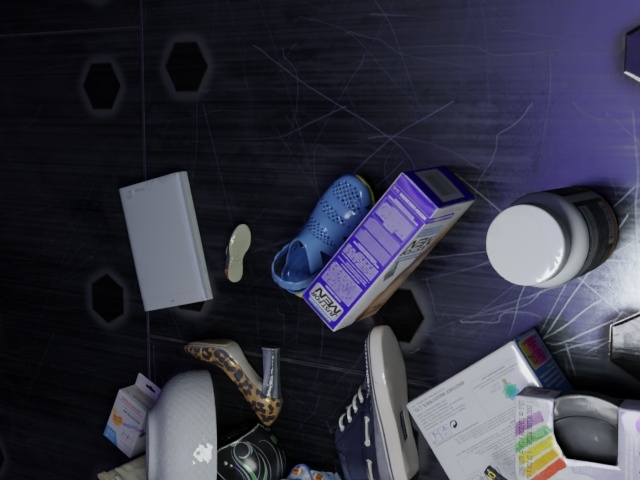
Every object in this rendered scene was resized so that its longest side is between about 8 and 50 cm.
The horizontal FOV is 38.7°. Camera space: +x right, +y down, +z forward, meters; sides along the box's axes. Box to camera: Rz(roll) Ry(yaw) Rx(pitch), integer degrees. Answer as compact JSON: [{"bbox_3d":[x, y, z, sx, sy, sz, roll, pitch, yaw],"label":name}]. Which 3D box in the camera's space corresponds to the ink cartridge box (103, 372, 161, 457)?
[{"bbox_3d":[-0.469,0.439,2.297,0.104,0.061,0.181,32,112,25],"label":"ink cartridge box"}]

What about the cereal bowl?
[{"bbox_3d":[-0.318,0.462,2.046,0.339,0.141,0.339,180,90,-76],"label":"cereal bowl"}]

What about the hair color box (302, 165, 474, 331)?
[{"bbox_3d":[0.132,0.015,1.786,0.110,0.185,0.339,49,119,16],"label":"hair color box"}]

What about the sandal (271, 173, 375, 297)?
[{"bbox_3d":[0.000,0.000,1.899,0.126,0.138,0.317,41,114,24],"label":"sandal"}]

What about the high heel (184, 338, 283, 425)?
[{"bbox_3d":[-0.207,0.325,2.098,0.261,0.093,0.186,3,97,27],"label":"high heel"}]

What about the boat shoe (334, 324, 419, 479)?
[{"bbox_3d":[0.096,0.348,1.885,0.158,0.127,0.341,-7,93,25],"label":"boat shoe"}]

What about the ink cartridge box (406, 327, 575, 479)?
[{"bbox_3d":[0.381,0.403,1.698,0.270,0.151,0.396,-37,76,29],"label":"ink cartridge box"}]

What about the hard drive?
[{"bbox_3d":[-0.373,0.005,2.193,0.203,0.040,0.308,-12,91,33],"label":"hard drive"}]

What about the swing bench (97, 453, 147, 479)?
[{"bbox_3d":[-0.432,0.651,2.189,0.165,0.253,0.255,39,116,22],"label":"swing bench"}]

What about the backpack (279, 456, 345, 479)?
[{"bbox_3d":[-0.036,0.636,1.932,0.276,0.213,0.263,-48,56,25],"label":"backpack"}]

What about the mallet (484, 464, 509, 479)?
[{"bbox_3d":[0.362,0.438,1.536,0.189,0.039,0.062,42,115,23],"label":"mallet"}]

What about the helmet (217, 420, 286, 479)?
[{"bbox_3d":[-0.159,0.508,2.052,0.169,0.169,0.162,-25,95,32],"label":"helmet"}]

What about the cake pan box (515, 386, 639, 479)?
[{"bbox_3d":[0.452,0.382,1.532,0.245,0.070,0.267,4,98,27],"label":"cake pan box"}]

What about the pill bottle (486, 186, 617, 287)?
[{"bbox_3d":[0.396,-0.006,1.560,0.162,0.278,0.162,5,98,33],"label":"pill bottle"}]

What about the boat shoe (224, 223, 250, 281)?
[{"bbox_3d":[-0.192,0.025,2.078,0.043,0.049,0.137,-139,56,-66],"label":"boat shoe"}]
